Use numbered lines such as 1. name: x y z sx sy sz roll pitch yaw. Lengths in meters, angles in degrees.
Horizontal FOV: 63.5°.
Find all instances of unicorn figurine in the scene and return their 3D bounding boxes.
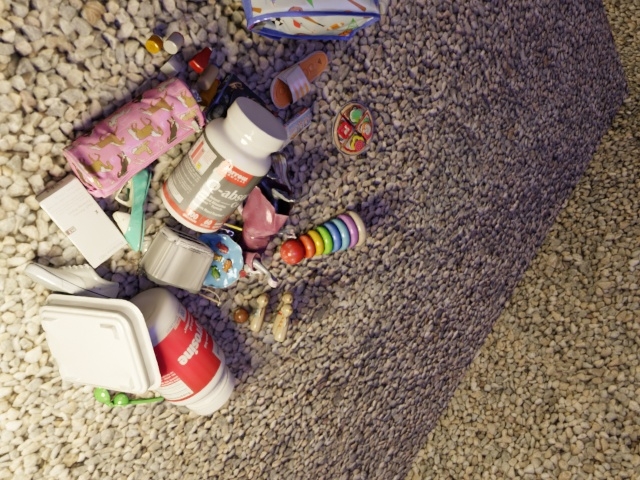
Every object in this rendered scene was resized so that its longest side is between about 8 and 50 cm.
1. unicorn figurine: -0.517 0.020 1.544 0.111 0.060 0.162 -6 123 -46

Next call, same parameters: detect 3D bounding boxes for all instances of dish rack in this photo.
1. dish rack: -0.605 0.290 1.389 0.072 0.332 0.286 -50 137 -57

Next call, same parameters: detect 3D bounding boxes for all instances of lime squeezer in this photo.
1. lime squeezer: -0.630 0.466 1.607 0.310 0.058 0.110 50 42 -35

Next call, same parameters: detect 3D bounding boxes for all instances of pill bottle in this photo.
1. pill bottle: -0.271 -0.211 1.460 0.210 0.210 0.363 22 123 -40
2. pill bottle: -0.441 0.355 1.592 0.229 0.229 0.408 -44 126 -19

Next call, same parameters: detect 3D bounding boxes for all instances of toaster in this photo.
1. toaster: -0.423 0.054 1.520 0.227 0.129 0.146 26 94 -48

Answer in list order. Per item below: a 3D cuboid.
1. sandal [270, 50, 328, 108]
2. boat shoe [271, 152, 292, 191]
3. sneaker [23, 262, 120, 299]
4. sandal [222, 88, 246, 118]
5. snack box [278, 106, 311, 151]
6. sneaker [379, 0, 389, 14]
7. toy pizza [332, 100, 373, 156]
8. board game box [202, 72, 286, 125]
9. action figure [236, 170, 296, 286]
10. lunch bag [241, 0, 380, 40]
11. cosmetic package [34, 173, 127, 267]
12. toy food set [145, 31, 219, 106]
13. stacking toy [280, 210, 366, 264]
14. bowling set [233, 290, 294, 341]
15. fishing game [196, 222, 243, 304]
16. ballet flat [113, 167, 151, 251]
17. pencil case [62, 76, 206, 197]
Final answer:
1. sandal: -0.058 -0.539 1.702 0.265 0.076 0.102 -47 127 -17
2. boat shoe: -0.144 -0.199 1.760 0.072 0.068 0.190 -15 104 -20
3. sneaker: -0.679 0.106 1.432 0.258 0.094 0.091 35 61 -42
4. sandal: -0.261 -0.370 1.564 0.067 0.040 0.179 10 98 -39
5. snack box: -0.093 -0.373 1.728 0.178 0.022 0.064 -47 150 -30
6. sneaker: 0.134 -0.846 1.741 0.292 0.110 0.118 2 112 -38
7. toy pizza: 0.128 -0.411 1.915 0.201 0.032 0.201 -13 112 -34
8. board game box: -0.240 -0.381 1.633 0.243 0.042 0.165 36 81 -39
9. action figure: -0.215 -0.023 1.674 0.275 0.248 0.370 23 119 -7
10. lunch bag: -0.056 -0.761 1.481 0.385 0.239 0.328 -11 93 -27
11. cosmetic package: -0.643 -0.051 1.400 0.117 0.085 0.231 -42 124 -19
12. toy food set: -0.367 -0.507 1.462 0.232 0.111 0.105 43 46 -28
13. stacking toy: 0.000 0.000 1.902 0.330 0.141 0.141 -20 116 -24
14. bowling set: -0.190 0.236 1.791 0.199 0.287 0.154 17 87 -7
15. fishing game: -0.334 0.066 1.628 0.041 0.189 0.264 -37 149 -76
16. ballet flat: -0.533 -0.091 1.447 0.087 0.083 0.247 10 75 -32
17. pencil case: -0.490 -0.278 1.392 0.386 0.167 0.160 -41 133 -19
